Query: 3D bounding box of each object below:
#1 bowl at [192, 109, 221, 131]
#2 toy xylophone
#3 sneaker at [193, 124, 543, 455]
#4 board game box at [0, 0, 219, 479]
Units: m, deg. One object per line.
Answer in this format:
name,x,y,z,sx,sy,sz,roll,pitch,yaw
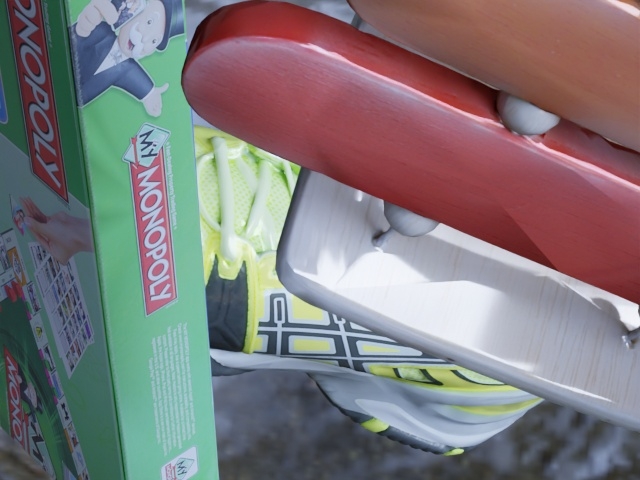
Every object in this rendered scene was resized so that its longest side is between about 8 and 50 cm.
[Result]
bowl,-0.148,-0.071,1.315,0.142,0.053,0.142,39,73,-4
toy xylophone,0.084,-0.068,0.354,0.236,0.322,0.081,18,60,-12
sneaker,0.000,0.000,1.028,0.385,0.147,0.145,19,51,-38
board game box,-0.125,-0.052,0.684,0.046,0.213,0.317,-32,143,-29
